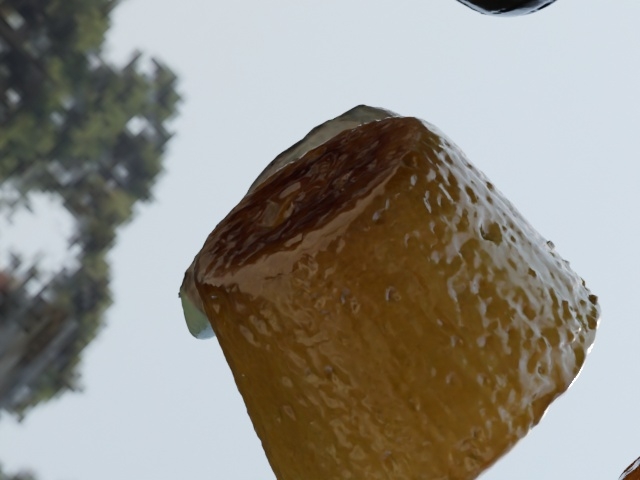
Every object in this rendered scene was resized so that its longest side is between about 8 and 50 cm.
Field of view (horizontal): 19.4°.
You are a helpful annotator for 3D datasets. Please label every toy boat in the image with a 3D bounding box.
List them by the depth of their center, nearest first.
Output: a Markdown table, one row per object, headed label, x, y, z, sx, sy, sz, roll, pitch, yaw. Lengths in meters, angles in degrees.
| label | x | y | z | sx | sy | sz | roll | pitch | yaw |
| --- | --- | --- | --- | --- | --- | --- | --- | --- | --- |
| toy boat | 0.000 | 0.000 | 1.360 | 0.155 | 0.085 | 0.227 | -8 | 146 | -53 |

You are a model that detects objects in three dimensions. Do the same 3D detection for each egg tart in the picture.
| label | x | y | z | sx | sy | sz | roll | pitch | yaw |
| --- | --- | --- | --- | --- | --- | --- | --- | --- | --- |
| egg tart | 0.026 | 0.033 | 0.969 | 0.202 | 0.147 | 0.202 | -32 | -162 | 12 |

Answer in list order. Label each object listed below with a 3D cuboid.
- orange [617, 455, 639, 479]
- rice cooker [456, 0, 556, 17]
| label | x | y | z | sx | sy | sz | roll | pitch | yaw |
| --- | --- | --- | --- | --- | --- | --- | --- | --- | --- |
| orange | 0.163 | 0.185 | 0.600 | 0.226 | 0.284 | 0.284 | 26 | -115 | 22 |
| rice cooker | 0.081 | -0.205 | 0.869 | 0.142 | 0.118 | 0.203 | -34 | -131 | 47 |
